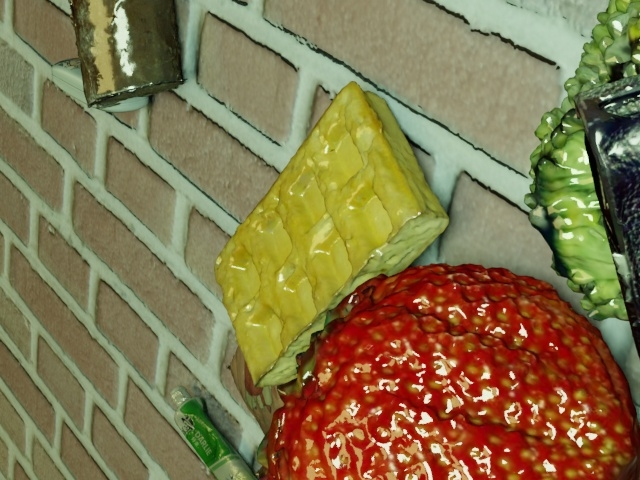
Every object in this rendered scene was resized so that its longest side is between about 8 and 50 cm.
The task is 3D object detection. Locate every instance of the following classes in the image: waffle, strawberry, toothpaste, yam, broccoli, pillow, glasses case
[{"bbox_3d":[0.000,0.000,0.950,0.274,0.057,0.168,-50,47,32],"label":"waffle"},{"bbox_3d":[0.105,0.156,0.790,0.288,0.238,0.250,15,127,34],"label":"strawberry"},{"bbox_3d":[-0.120,0.281,1.276,0.248,0.046,0.078,48,137,28],"label":"toothpaste"},{"bbox_3d":[-0.231,-0.296,1.154,0.131,0.131,0.280,7,106,51],"label":"yam"},{"bbox_3d":[0.262,-0.061,0.618,0.180,0.272,0.242,-79,-9,-56],"label":"broccoli"},{"bbox_3d":[-0.046,0.126,1.124,0.135,0.049,0.248,50,140,31],"label":"pillow"},{"bbox_3d":[-0.289,-0.204,1.302,0.178,0.067,0.045,29,126,44],"label":"glasses case"}]

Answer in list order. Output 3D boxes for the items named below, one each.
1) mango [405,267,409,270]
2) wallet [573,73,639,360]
[{"bbox_3d":[0.065,0.054,0.949,0.114,0.057,0.079,63,149,20],"label":"mango"},{"bbox_3d":[0.266,0.005,0.518,0.071,0.220,0.262,-88,-23,-58],"label":"wallet"}]
